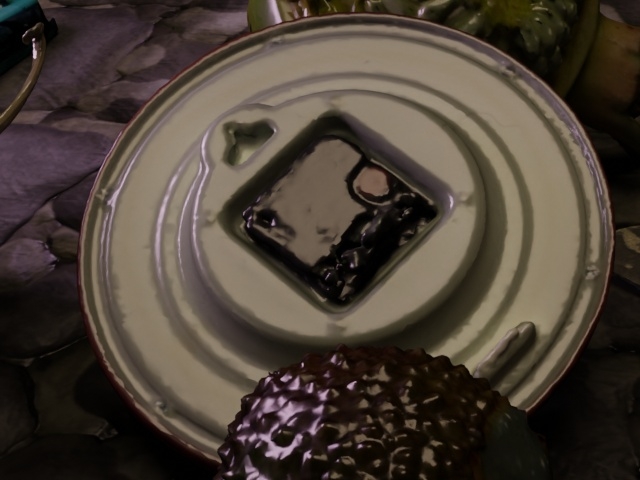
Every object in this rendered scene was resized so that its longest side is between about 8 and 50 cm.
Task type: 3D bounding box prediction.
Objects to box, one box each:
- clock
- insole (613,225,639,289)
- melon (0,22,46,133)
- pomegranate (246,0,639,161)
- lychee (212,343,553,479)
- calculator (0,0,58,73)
[{"bbox_3d":[0.011,-0.003,0.952,0.319,0.080,0.318,-3,63,7],"label":"clock"},{"bbox_3d":[0.272,0.042,1.020,0.081,0.011,0.248,-27,37,-31],"label":"insole"},{"bbox_3d":[-0.357,-0.043,1.061,0.308,0.271,0.272,-1,29,33],"label":"melon"},{"bbox_3d":[0.105,-0.146,1.164,0.341,0.260,0.260,26,33,-5],"label":"pomegranate"},{"bbox_3d":[0.023,0.127,0.798,0.171,0.171,0.171,-5,31,3],"label":"lychee"},{"bbox_3d":[-0.401,-0.171,1.466,0.248,0.058,0.274,12,35,27],"label":"calculator"}]
